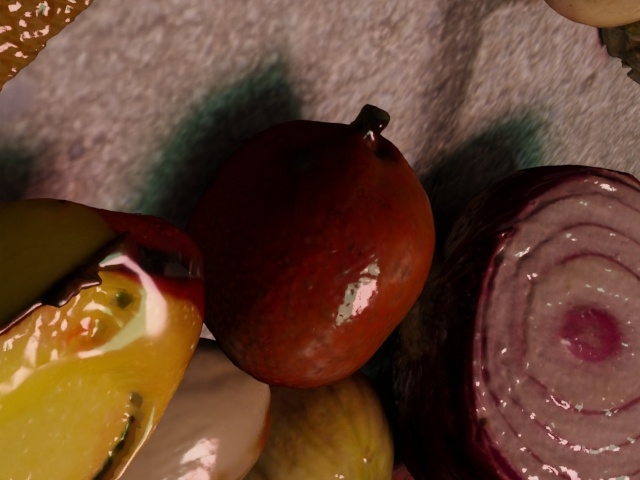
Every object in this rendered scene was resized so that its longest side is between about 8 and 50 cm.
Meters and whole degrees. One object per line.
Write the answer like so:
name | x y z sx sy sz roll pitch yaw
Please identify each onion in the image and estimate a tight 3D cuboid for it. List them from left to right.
onion | 0.201 0.107 0.947 0.260 0.281 0.337 149 -52 -71

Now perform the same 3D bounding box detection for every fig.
fig | -0.001 0.206 0.866 0.143 0.231 0.160 25 114 -18

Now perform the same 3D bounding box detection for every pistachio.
pistachio | -0.131 0.133 0.667 0.215 0.144 0.144 -20 139 -30

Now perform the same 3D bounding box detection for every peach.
peach | -0.185 0.075 0.519 0.267 0.154 0.159 -42 141 -32

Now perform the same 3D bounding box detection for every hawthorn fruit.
hawthorn fruit | 0.000 0.000 0.662 0.169 0.169 0.188 2 132 -54

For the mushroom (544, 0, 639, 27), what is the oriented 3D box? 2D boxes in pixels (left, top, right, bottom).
mushroom | 0.238 -0.225 0.783 0.148 0.148 0.112 -18 97 -43

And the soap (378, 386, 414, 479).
soap | 0.042 0.262 1.071 0.289 0.112 0.182 -23 138 -36

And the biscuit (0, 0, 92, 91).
biscuit | -0.156 -0.127 0.458 0.206 0.025 0.126 -45 150 -11

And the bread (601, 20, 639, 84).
bread | 0.364 -0.187 0.870 0.186 0.257 0.124 33 87 -39
